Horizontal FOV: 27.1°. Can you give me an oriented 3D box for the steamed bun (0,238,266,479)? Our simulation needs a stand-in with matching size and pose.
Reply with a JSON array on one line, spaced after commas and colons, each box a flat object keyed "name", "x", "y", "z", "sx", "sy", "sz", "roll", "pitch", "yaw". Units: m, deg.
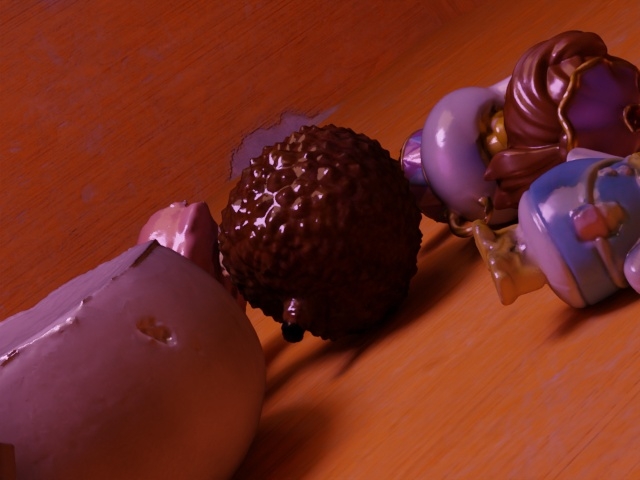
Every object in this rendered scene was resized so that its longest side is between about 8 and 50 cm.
[{"name": "steamed bun", "x": -0.190, "y": 0.152, "z": 1.047, "sx": 0.324, "sy": 0.206, "sz": 0.324, "roll": -29, "pitch": 8, "yaw": 5}]

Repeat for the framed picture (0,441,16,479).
[{"name": "framed picture", "x": -0.293, "y": 0.278, "z": 0.886, "sx": 0.289, "sy": 0.213, "sz": 0.016, "roll": -28, "pitch": -30, "yaw": 32}]

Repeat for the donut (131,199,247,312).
[{"name": "donut", "x": -0.129, "y": 0.070, "z": 1.291, "sx": 0.085, "sy": 0.199, "sz": 0.233, "roll": 2, "pitch": -9, "yaw": 8}]

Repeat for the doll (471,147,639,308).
[{"name": "doll", "x": 0.224, "y": -0.032, "z": 0.917, "sx": 0.241, "sy": 0.098, "sz": 0.135, "roll": -34, "pitch": 4, "yaw": 13}]

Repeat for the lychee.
[{"name": "lychee", "x": 0.000, "y": 0.000, "z": 1.218, "sx": 0.200, "sy": 0.200, "sz": 0.238, "roll": -26, "pitch": 34, "yaw": 41}]

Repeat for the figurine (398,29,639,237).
[{"name": "figurine", "x": 0.195, "y": -0.094, "z": 1.214, "sx": 0.263, "sy": 0.142, "sz": 0.189, "roll": -21, "pitch": 48, "yaw": 48}]
